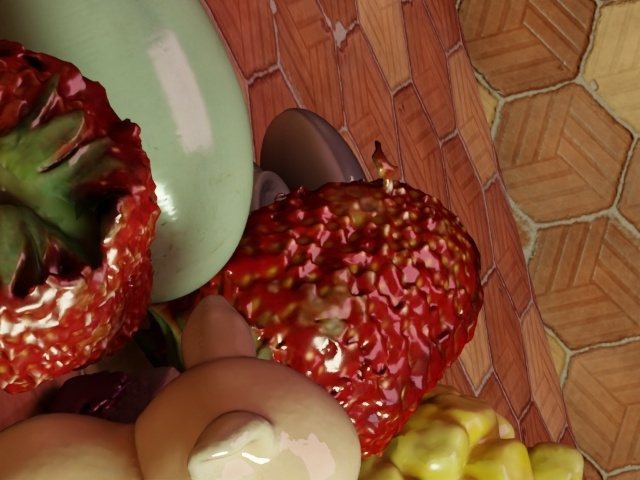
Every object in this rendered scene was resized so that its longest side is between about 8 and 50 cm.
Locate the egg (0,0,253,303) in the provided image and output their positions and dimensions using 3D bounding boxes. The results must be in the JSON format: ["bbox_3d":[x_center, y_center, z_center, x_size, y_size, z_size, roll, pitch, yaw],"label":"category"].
[{"bbox_3d":[-0.187,-0.123,1.723,0.230,0.230,0.371,-43,114,-70],"label":"egg"}]

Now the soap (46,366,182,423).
[{"bbox_3d":[-0.139,0.246,1.773,0.220,0.127,0.325,-81,151,-55],"label":"soap"}]

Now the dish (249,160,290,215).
[{"bbox_3d":[-0.088,0.011,2.109,0.303,0.120,0.303,-14,90,-71],"label":"dish"}]

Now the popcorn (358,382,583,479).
[{"bbox_3d":[0.082,0.341,2.045,0.354,0.344,0.390,44,67,-43],"label":"popcorn"}]

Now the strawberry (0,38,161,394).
[{"bbox_3d":[-0.240,-0.005,1.496,0.257,0.261,0.261,115,-27,-62],"label":"strawberry"}]

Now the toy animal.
[{"bbox_3d":[-0.122,0.203,1.520,0.237,0.326,0.269,-96,-164,-65],"label":"toy animal"}]

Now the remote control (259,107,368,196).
[{"bbox_3d":[0.000,0.000,2.263,0.221,0.103,0.332,50,-26,42],"label":"remote control"}]

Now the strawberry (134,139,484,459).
[{"bbox_3d":[0.001,0.052,1.919,0.343,0.292,0.292,-52,136,-25],"label":"strawberry"}]
